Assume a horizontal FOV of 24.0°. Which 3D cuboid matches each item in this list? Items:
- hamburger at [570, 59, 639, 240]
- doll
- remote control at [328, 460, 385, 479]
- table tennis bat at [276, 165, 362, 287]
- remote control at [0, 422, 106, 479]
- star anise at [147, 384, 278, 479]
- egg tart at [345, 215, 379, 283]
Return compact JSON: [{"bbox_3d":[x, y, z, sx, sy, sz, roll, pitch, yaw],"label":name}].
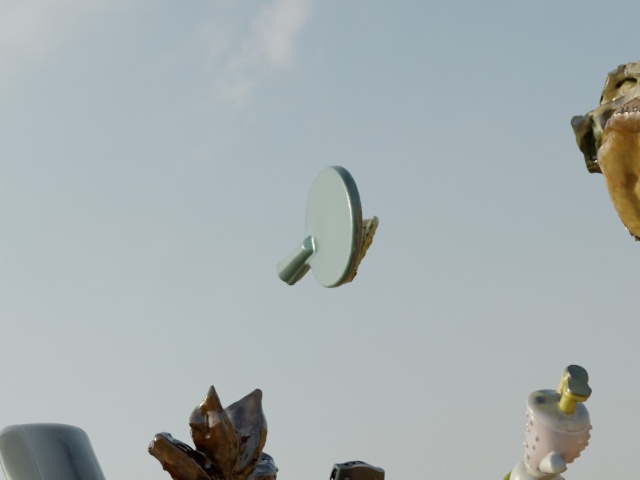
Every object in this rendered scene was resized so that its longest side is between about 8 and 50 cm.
[{"bbox_3d":[0.236,-0.071,1.057,0.087,0.102,0.176,-41,-37,-26],"label":"hamburger"},{"bbox_3d":[0.258,0.241,1.716,0.081,0.129,0.207,12,-64,-3],"label":"doll"},{"bbox_3d":[0.020,0.320,1.479,0.059,0.212,0.028,9,4,-21],"label":"remote control"},{"bbox_3d":[0.000,0.000,1.877,0.038,0.149,0.237,-1,-23,-24],"label":"table tennis bat"},{"bbox_3d":[-0.248,0.293,1.566,0.109,0.313,0.055,7,-60,-32],"label":"remote control"},{"bbox_3d":[-0.083,0.186,1.132,0.057,0.167,0.168,8,-1,33],"label":"star anise"},{"bbox_3d":[0.041,0.009,1.926,0.039,0.105,0.105,24,-23,-2],"label":"egg tart"}]
